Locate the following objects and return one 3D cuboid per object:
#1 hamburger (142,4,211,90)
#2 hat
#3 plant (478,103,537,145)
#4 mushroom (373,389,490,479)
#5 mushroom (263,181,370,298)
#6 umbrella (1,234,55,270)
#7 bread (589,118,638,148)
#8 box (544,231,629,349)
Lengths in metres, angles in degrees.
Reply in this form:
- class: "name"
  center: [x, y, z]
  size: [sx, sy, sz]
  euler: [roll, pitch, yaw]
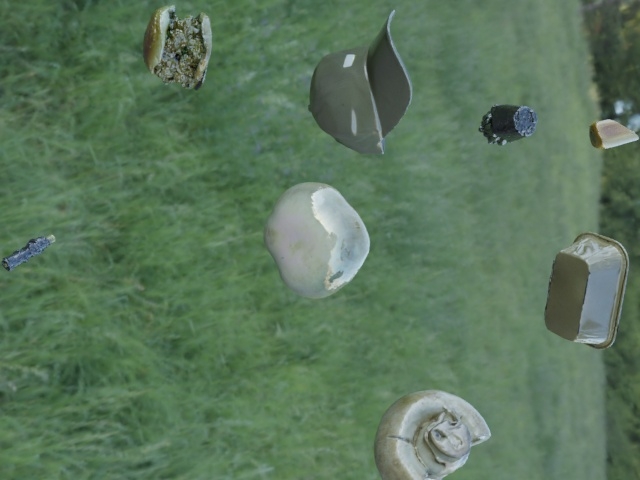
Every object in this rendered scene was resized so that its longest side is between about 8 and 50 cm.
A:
- class: "hamburger"
  center: [-0.295, -0.383, 1.605]
  size: [0.185, 0.131, 0.159]
  euler: [119, -30, -47]
- class: "hat"
  center: [0.043, -0.219, 1.068]
  size: [0.173, 0.144, 0.166]
  euler: [67, 14, -68]
- class: "plant"
  center: [0.433, -0.272, 1.861]
  size: [0.143, 0.094, 0.092]
  euler: [-177, -82, -67]
- class: "mushroom"
  center: [0.217, 0.407, 1.660]
  size: [0.189, 0.253, 0.195]
  euler: [45, -26, 17]
- class: "mushroom"
  center: [0.000, 0.000, 1.840]
  size: [0.234, 0.253, 0.260]
  euler: [0, 103, -64]
- class: "umbrella"
  center: [-0.671, 0.024, 1.840]
  size: [0.144, 0.037, 0.040]
  euler: [-42, 122, -49]
- class: "bread"
  center: [0.640, -0.236, 1.756]
  size: [0.049, 0.103, 0.062]
  euler: [117, -44, -69]
- class: "box"
  center: [0.409, 0.080, 1.225]
  size: [0.111, 0.111, 0.177]
  euler: [-80, 174, -72]
